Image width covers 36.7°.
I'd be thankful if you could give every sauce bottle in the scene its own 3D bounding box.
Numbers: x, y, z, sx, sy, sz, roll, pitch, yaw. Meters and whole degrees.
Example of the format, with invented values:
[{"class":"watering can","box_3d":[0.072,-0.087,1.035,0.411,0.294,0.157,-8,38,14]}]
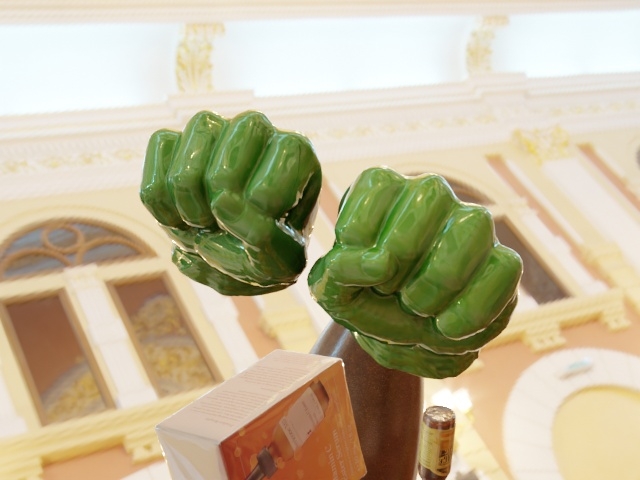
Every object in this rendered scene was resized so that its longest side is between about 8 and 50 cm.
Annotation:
[{"class":"sauce bottle","box_3d":[0.137,0.259,1.151,0.042,0.042,0.128,-13,-62,-28]}]

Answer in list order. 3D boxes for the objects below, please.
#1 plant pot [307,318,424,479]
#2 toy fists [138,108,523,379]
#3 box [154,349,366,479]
[{"class":"plant pot","box_3d":[0.054,0.203,1.293,0.215,0.215,0.231,-3,-63,-37]},{"class":"toy fists","box_3d":[0.000,0.000,0.667,0.096,0.279,0.142,-56,-20,-37]},{"class":"box","box_3d":[-0.052,0.199,0.915,0.170,0.091,0.130,-29,-67,-44]}]
